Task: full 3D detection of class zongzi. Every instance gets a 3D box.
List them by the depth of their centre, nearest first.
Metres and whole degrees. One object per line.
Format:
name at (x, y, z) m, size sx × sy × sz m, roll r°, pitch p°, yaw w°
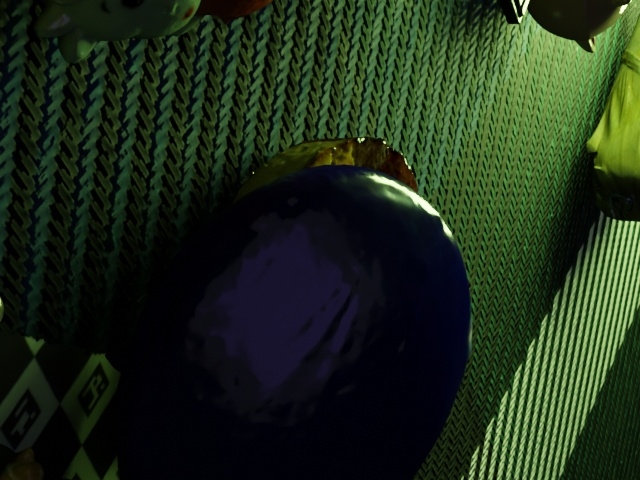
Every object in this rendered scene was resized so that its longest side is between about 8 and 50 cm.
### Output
zongzi at (0.407, -0.181, 1.230) m, size 0.251 × 0.125 × 0.274 m, roll -45°, pitch 133°, yaw -48°

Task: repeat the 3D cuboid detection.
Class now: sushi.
sushi at (-0.153, 0.184, 0.525) m, size 0.290 × 0.050 × 0.264 m, roll 49°, pitch 59°, yaw -71°

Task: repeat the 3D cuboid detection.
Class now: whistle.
whistle at (-0.071, -0.171, 0.553) m, size 0.253 × 0.106 × 0.102 m, roll -34°, pitch 169°, yaw -46°

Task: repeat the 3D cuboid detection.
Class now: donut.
donut at (0.000, 0.000, 0.737) m, size 0.184 × 0.073 × 0.166 m, roll -37°, pitch 131°, yaw -43°

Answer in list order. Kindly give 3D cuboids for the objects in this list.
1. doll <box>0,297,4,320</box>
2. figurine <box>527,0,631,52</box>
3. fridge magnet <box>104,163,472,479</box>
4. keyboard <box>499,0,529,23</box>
doll at (-0.211, 0.046, 0.435) m, size 0.152 × 0.085 × 0.114 m, roll 6°, pitch 101°, yaw -65°
figurine at (0.262, -0.263, 0.988) m, size 0.138 × 0.125 × 0.125 m, roll 28°, pitch 77°, yaw -69°
fridge magnet at (-0.011, 0.081, 0.609) m, size 0.265 × 0.112 × 0.265 m, roll -16°, pitch 115°, yaw -37°
keyboard at (0.125, -0.288, 0.722) m, size 0.310 × 0.018 × 0.101 m, roll 49°, pitch 59°, yaw -56°
